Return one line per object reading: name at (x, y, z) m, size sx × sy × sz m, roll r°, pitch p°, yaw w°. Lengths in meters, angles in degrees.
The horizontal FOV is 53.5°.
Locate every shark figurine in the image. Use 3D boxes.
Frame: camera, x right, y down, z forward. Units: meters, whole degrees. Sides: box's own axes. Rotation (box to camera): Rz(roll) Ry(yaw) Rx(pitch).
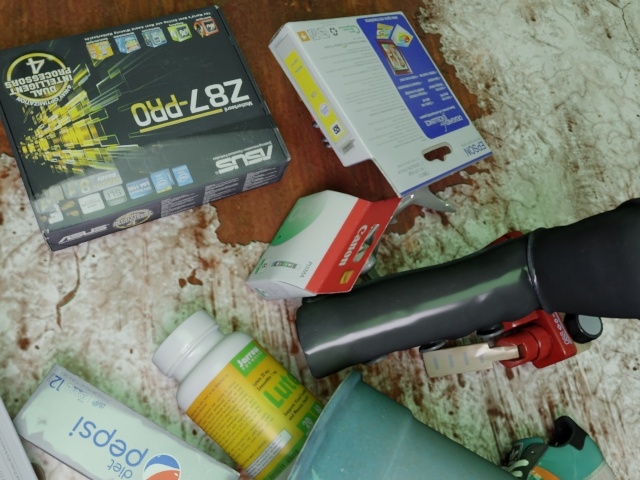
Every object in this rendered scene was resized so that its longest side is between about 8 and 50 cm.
shark figurine at (0.102, 0.005, 1.055) m, size 0.278 × 0.166 × 0.116 m, roll -42°, pitch 108°, yaw -42°

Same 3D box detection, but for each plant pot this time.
plant pot at (0.121, 0.368, 0.711) m, size 0.334 × 0.341 × 0.341 m, roll 22°, pitch 64°, yaw 14°

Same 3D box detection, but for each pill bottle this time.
pill bottle at (-0.110, 0.214, 0.875) m, size 0.245 × 0.136 × 0.136 m, roll 42°, pitch 65°, yaw 5°

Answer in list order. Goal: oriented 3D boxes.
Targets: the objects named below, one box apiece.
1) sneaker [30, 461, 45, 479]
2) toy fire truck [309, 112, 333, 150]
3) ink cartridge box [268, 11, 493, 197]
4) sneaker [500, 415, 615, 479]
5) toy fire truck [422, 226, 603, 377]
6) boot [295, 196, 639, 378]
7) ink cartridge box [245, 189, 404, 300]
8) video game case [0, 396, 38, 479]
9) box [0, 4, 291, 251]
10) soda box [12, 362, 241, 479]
sneaker at (-0.429, 0.347, 0.778) m, size 0.188 × 0.071 × 0.066 m, roll -36°, pitch 80°, yaw -23°
toy fire truck at (0.061, -0.210, 1.093) m, size 0.135 × 0.192 × 0.047 m, roll -20°, pitch 72°, yaw 9°
ink cartridge box at (0.110, -0.222, 1.025) m, size 0.303 × 0.072 × 0.307 m, roll -25°, pitch 84°, yaw -45°
sneaker at (0.296, 0.367, 0.936) m, size 0.302 × 0.108 × 0.121 m, roll -22°, pitch 74°, yaw -29°
toy fire truck at (0.284, 0.116, 1.024) m, size 0.246 × 0.158 × 0.217 m, roll -13°, pitch 72°, yaw -29°
boot at (0.181, 0.072, 0.804) m, size 0.445 × 0.367 × 0.146 m, roll -12°, pitch 83°, yaw 6°
ink cartridge box at (0.000, 0.000, 0.946) m, size 0.056 × 0.224 × 0.181 m, roll 42°, pitch 62°, yaw -21°
video game case at (-0.472, 0.301, 0.684) m, size 0.300 × 0.036 × 0.329 m, roll -27°, pitch 109°, yaw -36°
box at (-0.290, -0.192, 1.022) m, size 0.395 × 0.097 × 0.318 m, roll -19°, pitch 77°, yaw -21°
soda box at (-0.254, 0.282, 0.837) m, size 0.286 × 0.091 × 0.098 m, roll 31°, pitch 63°, yaw 0°
